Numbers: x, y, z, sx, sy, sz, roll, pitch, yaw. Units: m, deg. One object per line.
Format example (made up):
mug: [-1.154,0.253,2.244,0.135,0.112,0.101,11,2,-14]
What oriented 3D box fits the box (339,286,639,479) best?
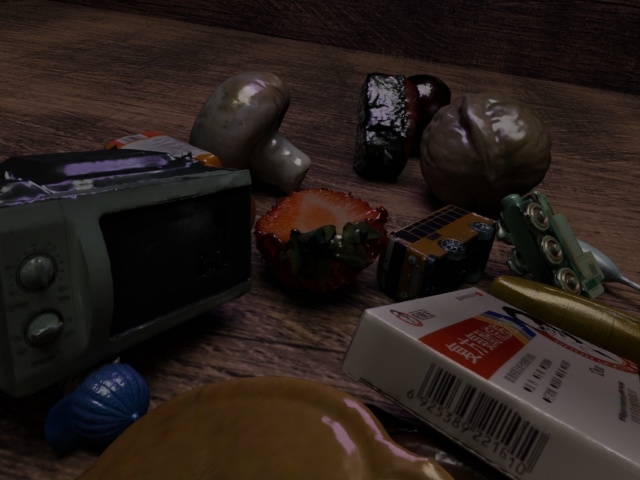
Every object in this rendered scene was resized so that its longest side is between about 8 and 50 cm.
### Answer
box: [0.195,0.126,0.499,0.214,0.069,0.353,27,10,29]

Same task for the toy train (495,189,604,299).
toy train: [0.342,0.014,0.752,0.125,0.081,0.193,-17,80,-37]

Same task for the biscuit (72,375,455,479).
biscuit: [-0.059,0.227,0.258,0.312,0.057,0.351,-22,40,12]

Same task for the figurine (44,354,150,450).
figurine: [-0.226,0.143,0.499,0.087,0.086,0.149,16,10,-35]

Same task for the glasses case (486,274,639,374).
glasses case: [0.337,0.112,0.665,0.234,0.079,0.064,21,26,21]

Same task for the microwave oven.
microwave oven: [-0.248,-0.003,0.542,0.238,0.181,0.295,12,19,30]

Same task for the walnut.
walnut: [0.321,-0.171,0.988,0.249,0.248,0.248,6,31,-4]

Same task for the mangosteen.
mangosteen: [0.266,-0.304,1.253,0.231,0.194,0.194,39,37,7]

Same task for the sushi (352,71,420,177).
sushi: [0.140,-0.258,1.110,0.127,0.136,0.224,12,75,-3]

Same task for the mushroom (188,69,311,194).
mushroom: [-0.118,-0.188,0.947,0.244,0.243,0.243,6,31,-4]

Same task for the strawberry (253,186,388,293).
strawberry: [0.000,0.000,0.740,0.189,0.106,0.286,-10,19,-4]

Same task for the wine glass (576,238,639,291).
wine glass: [0.464,0.049,0.819,0.066,0.066,0.198,-17,38,-36]

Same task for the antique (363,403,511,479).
antique: [0.082,0.237,0.350,0.224,0.128,0.278,-10,36,-32]

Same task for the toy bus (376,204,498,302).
toy bus: [0.177,0.019,0.763,0.114,0.098,0.201,28,35,34]

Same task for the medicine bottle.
medicine bottle: [-0.214,-0.063,0.758,0.222,0.149,0.112,24,34,25]
